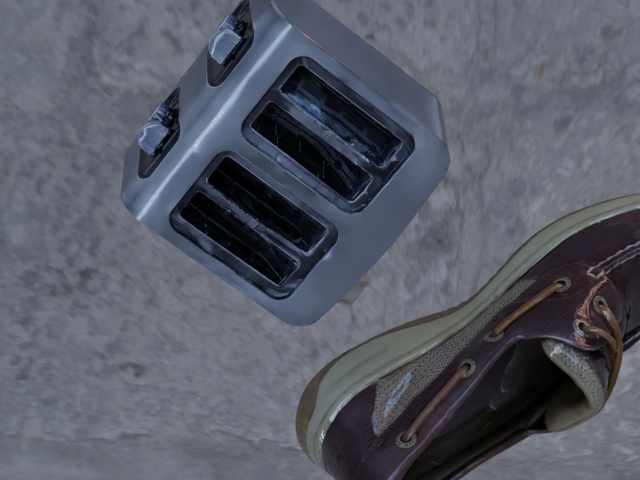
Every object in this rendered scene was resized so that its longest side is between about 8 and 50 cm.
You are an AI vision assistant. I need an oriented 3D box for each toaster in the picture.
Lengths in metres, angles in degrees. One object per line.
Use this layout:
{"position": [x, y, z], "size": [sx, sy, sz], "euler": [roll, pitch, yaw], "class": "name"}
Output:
{"position": [-0.018, -0.053, 0.864], "size": [0.185, 0.110, 0.168], "euler": [36, 109, -14], "class": "toaster"}

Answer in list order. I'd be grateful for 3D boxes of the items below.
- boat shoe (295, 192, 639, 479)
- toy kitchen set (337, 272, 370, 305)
{"position": [0.154, 0.083, 0.906], "size": [0.342, 0.123, 0.123], "euler": [-25, 37, -18], "class": "boat shoe"}
{"position": [0.000, 0.000, 1.093], "size": [0.083, 0.068, 0.075], "euler": [14, 42, -31], "class": "toy kitchen set"}
